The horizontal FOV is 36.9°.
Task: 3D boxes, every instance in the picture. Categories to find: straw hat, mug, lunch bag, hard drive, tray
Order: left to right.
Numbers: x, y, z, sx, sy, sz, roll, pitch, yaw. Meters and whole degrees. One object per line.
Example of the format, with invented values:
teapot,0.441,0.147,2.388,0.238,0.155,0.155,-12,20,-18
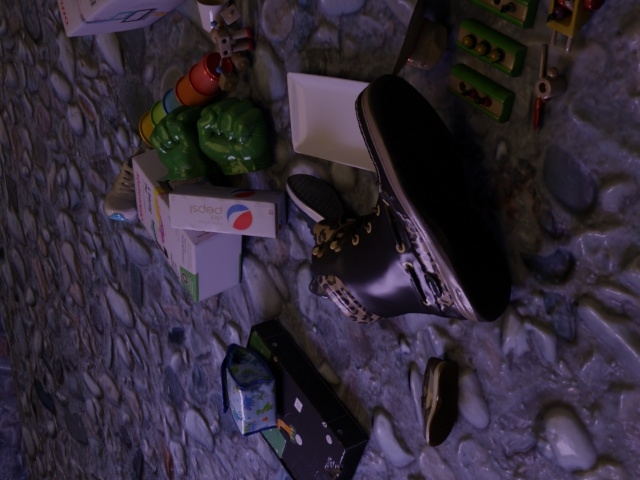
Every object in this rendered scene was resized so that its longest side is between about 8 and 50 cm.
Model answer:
mug,-0.203,-0.434,1.825,0.078,0.062,0.064,-99,7,-51
lunch bag,-0.151,0.295,1.923,0.151,0.096,0.129,-130,35,-55
hard drive,-0.048,0.353,1.930,0.339,0.064,0.237,48,139,33
tray,0.035,-0.200,1.592,0.270,0.030,0.145,20,120,51
straw hat,0.147,-0.278,1.358,0.061,0.144,0.144,20,131,2

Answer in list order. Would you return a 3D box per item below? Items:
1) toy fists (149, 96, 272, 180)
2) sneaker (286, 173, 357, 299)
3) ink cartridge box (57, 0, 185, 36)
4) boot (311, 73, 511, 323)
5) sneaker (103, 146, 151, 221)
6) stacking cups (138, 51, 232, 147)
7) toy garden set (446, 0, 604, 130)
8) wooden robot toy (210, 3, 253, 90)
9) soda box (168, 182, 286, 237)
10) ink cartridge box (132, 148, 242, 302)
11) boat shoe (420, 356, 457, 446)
toy fists,-0.218,-0.196,1.855,0.279,0.096,0.142,-2,105,39
sneaker,-0.001,0.001,1.683,0.226,0.086,0.163,48,137,32
ink cartridge box,-0.405,-0.549,1.935,0.270,0.197,0.198,-8,97,56
boot,0.091,-0.036,1.419,0.284,0.138,0.377,-15,110,50
sneaker,-0.434,-0.127,2.178,0.228,0.087,0.092,-81,5,-53
stacking cups,-0.270,-0.281,1.961,0.316,0.096,0.096,-26,82,54
toy garden set,0.248,-0.259,1.232,0.204,0.049,0.244,41,135,40
wooden robot toy,-0.172,-0.372,1.790,0.079,0.076,0.173,-124,25,-47
soda box,-0.176,-0.059,1.828,0.216,0.069,0.074,5,113,14
ink cartridge box,-0.282,-0.043,2.023,0.278,0.117,0.201,51,153,30
boat shoe,0.188,0.259,1.552,0.049,0.056,0.152,31,119,52
